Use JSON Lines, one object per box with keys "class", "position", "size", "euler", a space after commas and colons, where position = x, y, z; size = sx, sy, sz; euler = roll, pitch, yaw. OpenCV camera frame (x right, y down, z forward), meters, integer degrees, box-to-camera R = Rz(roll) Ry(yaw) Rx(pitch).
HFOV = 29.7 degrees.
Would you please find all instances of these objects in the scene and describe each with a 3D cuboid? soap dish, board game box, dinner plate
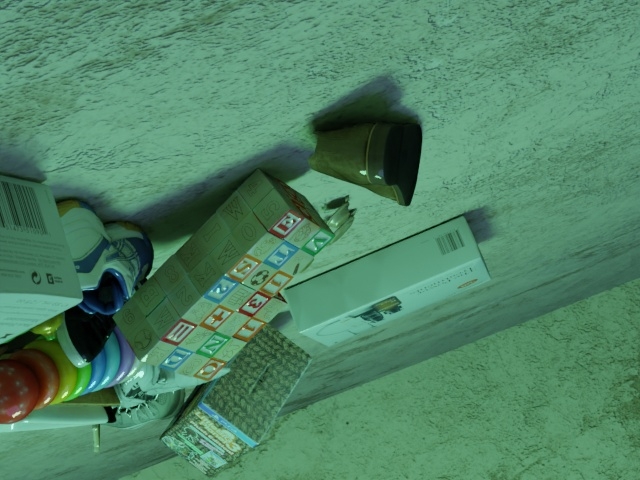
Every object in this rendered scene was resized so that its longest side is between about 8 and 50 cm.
{"class": "soap dish", "position": [-0.493, 0.246, 1.948], "size": [0.228, 0.118, 0.291], "euler": [-7, 170, 18]}
{"class": "board game box", "position": [-0.179, 0.331, 2.507], "size": [0.232, 0.141, 0.291], "euler": [-55, -174, -33]}
{"class": "dinner plate", "position": [-0.480, 0.150, 1.915], "size": [0.141, 0.017, 0.141], "euler": [-21, 164, -6]}

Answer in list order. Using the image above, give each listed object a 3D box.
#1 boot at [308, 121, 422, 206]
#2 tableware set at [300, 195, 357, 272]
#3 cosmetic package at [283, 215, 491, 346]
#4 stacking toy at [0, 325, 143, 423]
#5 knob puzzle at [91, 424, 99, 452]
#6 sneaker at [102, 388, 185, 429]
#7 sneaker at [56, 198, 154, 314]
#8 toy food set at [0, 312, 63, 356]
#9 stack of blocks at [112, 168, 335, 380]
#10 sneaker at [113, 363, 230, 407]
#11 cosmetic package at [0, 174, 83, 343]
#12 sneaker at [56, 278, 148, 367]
{"class": "boot", "position": [0.069, -0.113, 1.641], "size": [0.115, 0.112, 0.305], "euler": [6, 177, 17]}
{"class": "tableware set", "position": [0.000, 0.000, 1.928], "size": [0.168, 0.020, 0.141], "euler": [-43, 171, -14]}
{"class": "cosmetic package", "position": [0.142, 0.089, 2.396], "size": [0.377, 0.097, 0.284], "euler": [-23, 168, 8]}
{"class": "stacking toy", "position": [-0.388, 0.181, 1.767], "size": [0.141, 0.141, 0.330], "euler": [-27, 178, 22]}
{"class": "knob puzzle", "position": [-0.412, 0.288, 2.170], "size": [0.030, 0.213, 0.213], "euler": [-1, 161, -9]}
{"class": "sneaker", "position": [-0.385, 0.343, 2.550], "size": [0.115, 0.105, 0.281], "euler": [1, 152, -42]}
{"class": "sneaker", "position": [-0.291, 0.044, 1.577], "size": [0.111, 0.131, 0.296], "euler": [-26, 166, 10]}
{"class": "toy food set", "position": [-0.426, 0.120, 1.651], "size": [0.217, 0.071, 0.128], "euler": [-15, -174, 26]}
{"class": "stack of blocks", "position": [-0.124, 0.055, 1.687], "size": [0.297, 0.087, 0.171], "euler": [-45, 148, 11]}
{"class": "sneaker", "position": [-0.276, 0.198, 2.146], "size": [0.210, 0.137, 0.366], "euler": [-19, 169, -13]}
{"class": "cosmetic package", "position": [-0.396, 0.031, 1.344], "size": [0.183, 0.151, 0.151], "euler": [-27, 163, 22]}
{"class": "sneaker", "position": [-0.302, 0.091, 1.715], "size": [0.121, 0.079, 0.217], "euler": [-28, -158, 7]}
